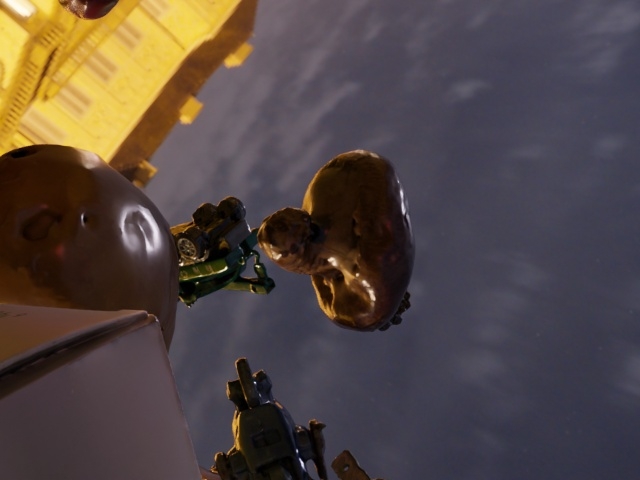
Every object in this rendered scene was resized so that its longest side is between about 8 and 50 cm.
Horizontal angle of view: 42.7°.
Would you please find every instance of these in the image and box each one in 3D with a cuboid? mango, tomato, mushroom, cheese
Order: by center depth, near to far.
[{"bbox_3d":[-0.176,0.034,0.605,0.151,0.248,0.156,-24,-125,-14],"label":"mango"},{"bbox_3d":[-0.300,-0.326,1.062,0.087,0.075,0.087,-33,170,-7],"label":"tomato"},{"bbox_3d":[0.078,0.394,1.244,0.127,0.050,0.255,-44,-152,-2],"label":"cheese"},{"bbox_3d":[0.028,-0.012,1.268,0.267,0.255,0.267,-54,-164,23],"label":"mushroom"}]

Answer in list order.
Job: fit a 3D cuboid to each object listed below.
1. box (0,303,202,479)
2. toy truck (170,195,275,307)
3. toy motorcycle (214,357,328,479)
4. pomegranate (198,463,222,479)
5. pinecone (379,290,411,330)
[{"bbox_3d":[-0.139,0.201,0.367,0.173,0.332,0.145,-1,-162,39],"label":"box"},{"bbox_3d":[-0.264,0.041,1.621,0.364,0.177,0.176,-9,-158,36],"label":"toy truck"},{"bbox_3d":[-0.098,0.380,1.401,0.241,0.182,0.319,-62,-142,42],"label":"toy motorcycle"},{"bbox_3d":[-0.242,0.534,1.458,0.338,0.338,0.338,-35,-149,25],"label":"pomegranate"},{"bbox_3d":[0.102,0.116,1.604,0.120,0.140,0.140,121,-11,-51],"label":"pinecone"}]
